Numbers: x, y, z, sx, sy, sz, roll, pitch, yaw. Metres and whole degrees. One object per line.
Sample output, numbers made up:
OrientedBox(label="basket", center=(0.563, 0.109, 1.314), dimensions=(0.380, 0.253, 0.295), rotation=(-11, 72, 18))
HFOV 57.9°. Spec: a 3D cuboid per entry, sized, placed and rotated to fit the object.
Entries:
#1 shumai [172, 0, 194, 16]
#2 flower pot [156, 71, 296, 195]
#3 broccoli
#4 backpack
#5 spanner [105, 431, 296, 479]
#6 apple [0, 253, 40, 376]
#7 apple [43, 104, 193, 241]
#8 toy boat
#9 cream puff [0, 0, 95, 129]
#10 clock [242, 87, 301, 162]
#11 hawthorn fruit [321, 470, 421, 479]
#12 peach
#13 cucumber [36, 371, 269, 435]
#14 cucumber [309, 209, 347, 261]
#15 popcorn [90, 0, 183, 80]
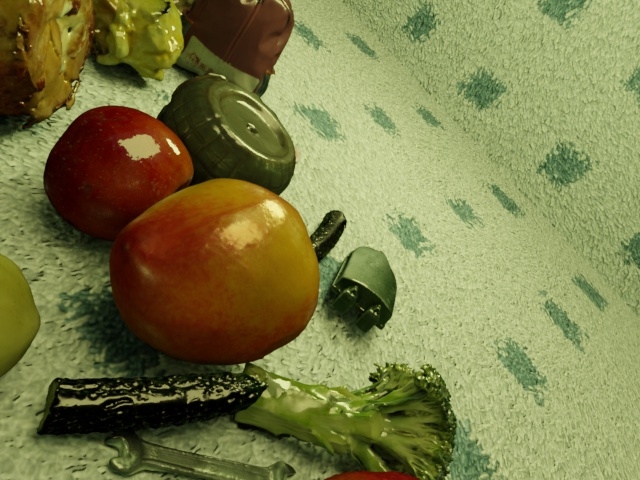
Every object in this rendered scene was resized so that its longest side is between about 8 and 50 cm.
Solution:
OrientedBox(label="shumai", center=(-0.377, -0.691, 1.711), dimensions=(0.346, 0.217, 0.283), rotation=(34, 62, 11))
OrientedBox(label="flower pot", center=(-0.198, -0.176, 1.148), dimensions=(0.302, 0.213, 0.302), rotation=(36, 29, -25))
OrientedBox(label="broccoli", center=(0.043, 0.267, 0.940), dimensions=(0.361, 0.221, 0.252), rotation=(38, 67, -8))
OrientedBox(label="backpack", center=(-0.218, -0.547, 1.508), dimensions=(0.283, 0.317, 0.197), rotation=(26, 33, -24))
OrientedBox(label="spanner", center=(-0.151, 0.318, 0.800), dimensions=(0.302, 0.017, 0.071), rotation=(24, 35, -29))
OrientedBox(label="apple", center=(-0.417, 0.085, 0.629), dimensions=(0.200, 0.200, 0.200), rotation=(29, 33, -21))
OrientedBox(label="apple", center=(-0.323, -0.107, 0.935), dimensions=(0.201, 0.218, 0.218), rotation=(31, 32, -5))
OrientedBox(label="toy boat", center=(0.107, 0.090, 1.314), dimensions=(0.141, 0.092, 0.319), rotation=(40, 24, -3))
OrientedBox(label="cream puff", center=(-0.518, -0.378, 0.958), dimensions=(0.228, 0.350, 0.350), rotation=(17, 35, -5))
OrientedBox(label="clock", center=(-0.200, -0.249, 1.389), dimensions=(0.275, 0.080, 0.290), rotation=(46, 31, 7))
OrientedBox(label="hawthorn fruit", center=(0.089, 0.432, 0.720), dimensions=(0.307, 0.265, 0.265), rotation=(45, 22, -42))
OrientedBox(label="peach", center=(-0.155, 0.056, 0.866), dimensions=(0.289, 0.289, 0.308), rotation=(44, 22, 3))
OrientedBox(label="cucumber", center=(-0.207, 0.212, 0.761), dimensions=(0.300, 0.072, 0.072), rotation=(5, 46, -29))
OrientedBox(label="cucumber", center=(0.003, 0.002, 1.330), dimensions=(0.067, 0.067, 0.245), rotation=(41, 33, -3))
OrientedBox(label="popcorn", center=(-0.429, -0.504, 1.322), dimensions=(0.286, 0.215, 0.252), rotation=(54, 26, 12))
